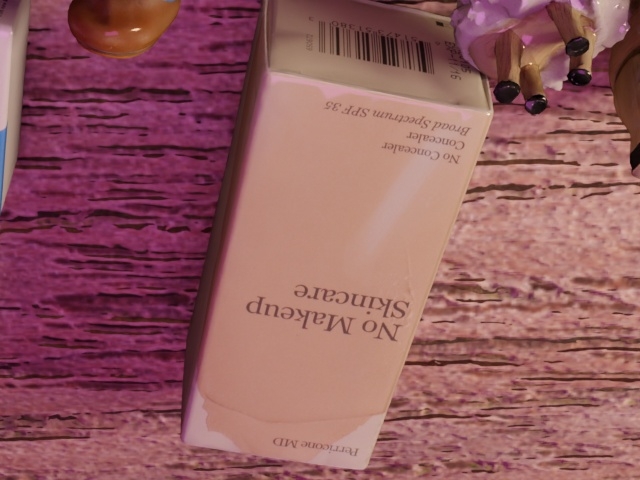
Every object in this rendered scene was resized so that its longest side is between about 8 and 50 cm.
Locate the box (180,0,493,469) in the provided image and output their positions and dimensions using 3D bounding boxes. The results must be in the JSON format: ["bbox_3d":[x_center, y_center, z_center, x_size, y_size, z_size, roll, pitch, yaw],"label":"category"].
[{"bbox_3d":[0.000,0.000,0.899,0.148,0.121,0.311,9,126,-8],"label":"box"}]

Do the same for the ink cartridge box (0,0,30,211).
[{"bbox_3d":[-0.294,-0.106,0.838,0.203,0.086,0.148,8,127,-7],"label":"ink cartridge box"}]

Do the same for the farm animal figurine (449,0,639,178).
[{"bbox_3d":[0.288,-0.156,0.769,0.330,0.172,0.327,26,135,-28],"label":"farm animal figurine"}]

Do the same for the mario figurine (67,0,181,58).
[{"bbox_3d":[-0.133,-0.254,0.680,0.198,0.170,0.321,9,128,-5],"label":"mario figurine"}]
